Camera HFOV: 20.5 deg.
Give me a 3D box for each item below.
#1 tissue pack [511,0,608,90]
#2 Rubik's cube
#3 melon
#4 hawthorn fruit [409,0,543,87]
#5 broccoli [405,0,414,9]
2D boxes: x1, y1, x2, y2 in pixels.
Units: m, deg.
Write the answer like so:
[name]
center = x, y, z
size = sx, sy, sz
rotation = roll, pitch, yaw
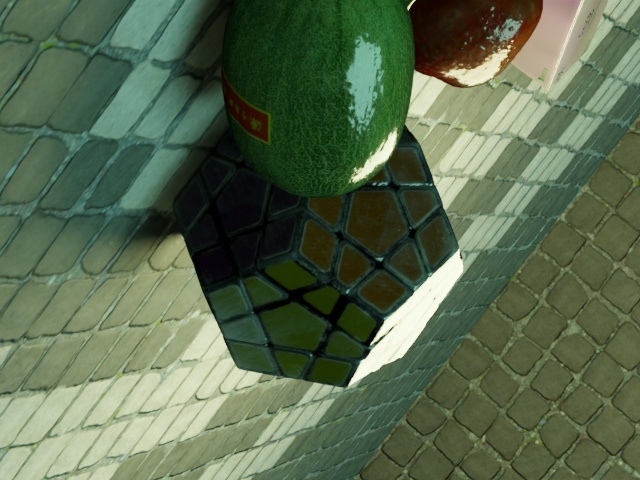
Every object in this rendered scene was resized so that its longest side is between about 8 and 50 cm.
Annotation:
[tissue pack]
center = 0.274, -0.310, 2.160
size = 0.092, 0.148, 0.246
rotation = -46, 165, -23
[Rubik's cube]
center = 0.000, 0.000, 1.881
size = 0.319, 0.319, 0.264
rotation = -25, 124, -59
[melon]
center = -0.003, -0.149, 1.636
size = 0.182, 0.182, 0.287
rotation = -39, 145, -36
[hawthorn fruit]
center = 0.178, -0.260, 1.934
size = 0.203, 0.162, 0.163
rotation = -28, -179, 36
[broccoli]
center = 0.083, -0.266, 1.768
size = 0.165, 0.145, 0.304
rotation = -30, 170, -36
